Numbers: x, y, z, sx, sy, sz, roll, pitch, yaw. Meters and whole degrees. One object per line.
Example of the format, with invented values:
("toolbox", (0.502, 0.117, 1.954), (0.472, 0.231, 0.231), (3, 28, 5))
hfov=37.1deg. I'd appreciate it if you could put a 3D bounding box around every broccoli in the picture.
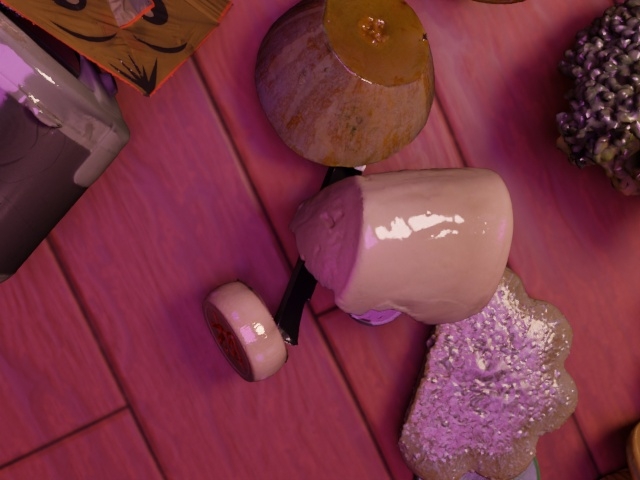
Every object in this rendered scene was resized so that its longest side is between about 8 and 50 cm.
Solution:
("broccoli", (0.443, -0.156, 1.060), (0.272, 0.324, 0.334), (43, 63, -27))

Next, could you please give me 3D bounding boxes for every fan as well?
("fan", (0.087, 0.052, 1.183), (0.133, 0.005, 0.085), (-34, 97, -1))

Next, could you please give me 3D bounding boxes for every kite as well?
("kite", (-0.235, -0.267, 0.993), (0.013, 0.377, 0.327), (-48, 59, 36))

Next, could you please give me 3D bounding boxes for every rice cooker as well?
("rice cooker", (-0.364, -0.123, 0.987), (0.288, 0.288, 0.277), (39, 90, -8))

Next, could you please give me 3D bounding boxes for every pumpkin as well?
("pumpkin", (0.038, -0.204, 1.085), (0.217, 0.110, 0.217), (3, 72, -10))

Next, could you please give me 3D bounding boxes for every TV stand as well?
("TV stand", (0.000, 0.000, 1.148), (0.040, 0.049, 0.256), (21, 93, -10))

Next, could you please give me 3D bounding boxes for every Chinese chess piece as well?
("Chinese chess piece", (-0.089, 0.106, 1.112), (0.051, 0.122, 0.122), (-32, 98, -21))

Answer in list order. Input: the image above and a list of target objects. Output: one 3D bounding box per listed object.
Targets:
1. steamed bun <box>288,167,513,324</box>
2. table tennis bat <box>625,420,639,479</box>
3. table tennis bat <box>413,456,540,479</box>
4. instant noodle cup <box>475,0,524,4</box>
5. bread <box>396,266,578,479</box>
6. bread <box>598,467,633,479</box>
("steamed bun", (0.089, 0.011, 1.063), (0.225, 0.200, 0.170), (-2, 85, -19))
("table tennis bat", (0.503, 0.321, 1.187), (0.321, 0.198, 0.050), (19, 127, -25))
("table tennis bat", (0.221, 0.341, 1.213), (0.160, 0.039, 0.257), (-29, 93, -3))
("instant noodle cup", (0.169, -0.413, 1.037), (0.264, 0.264, 0.200), (30, 82, -8))
("bread", (0.218, 0.172, 1.174), (0.207, 0.056, 0.286), (14, 90, -3))
("bread", (0.422, 0.391, 1.203), (0.132, 0.114, 0.190), (-30, 103, -5))
